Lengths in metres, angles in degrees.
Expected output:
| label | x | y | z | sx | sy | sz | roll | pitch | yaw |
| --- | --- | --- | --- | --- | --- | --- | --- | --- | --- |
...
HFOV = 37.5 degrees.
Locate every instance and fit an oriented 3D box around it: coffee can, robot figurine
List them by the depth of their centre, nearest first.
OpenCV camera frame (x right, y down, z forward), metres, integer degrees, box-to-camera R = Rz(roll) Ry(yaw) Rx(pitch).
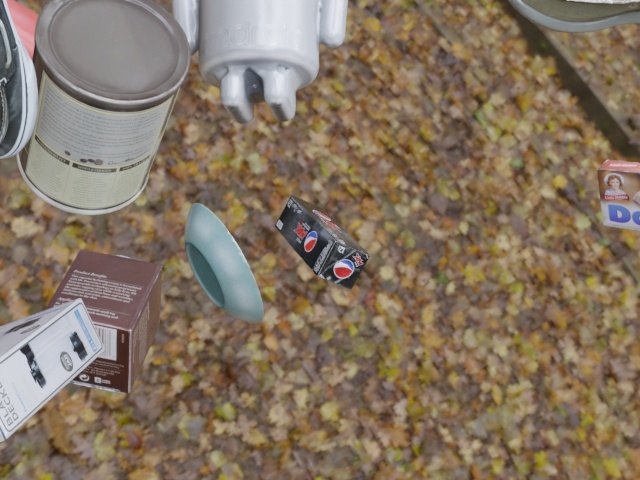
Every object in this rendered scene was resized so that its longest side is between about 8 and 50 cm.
| label | x | y | z | sx | sy | sz | roll | pitch | yaw |
| --- | --- | --- | --- | --- | --- | --- | --- | --- | --- |
| coffee can | -0.314 | -0.190 | 1.334 | 0.202 | 0.275 | 0.201 | 11 | 56 | -17 |
| robot figurine | -0.101 | -0.377 | 1.571 | 0.300 | 0.200 | 0.353 | -2 | 79 | 3 |

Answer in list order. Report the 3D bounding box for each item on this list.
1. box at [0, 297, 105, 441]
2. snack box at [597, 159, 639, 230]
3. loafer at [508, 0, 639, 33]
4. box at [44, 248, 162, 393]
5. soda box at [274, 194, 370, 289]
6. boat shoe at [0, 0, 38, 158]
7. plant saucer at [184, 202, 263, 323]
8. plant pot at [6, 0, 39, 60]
| label | x | y | z | sx | sy | sz | roll | pitch | yaw |
| --- | --- | --- | --- | --- | --- | --- | --- | --- | --- |
| box | -0.429 | 0.183 | 1.254 | 0.290 | 0.169 | 0.087 | -53 | 122 | -70 |
| snack box | 0.337 | -0.032 | 0.841 | 0.022 | 0.178 | 0.064 | -39 | 126 | -36 |
| loafer | 0.291 | -0.259 | 0.902 | 0.251 | 0.087 | 0.094 | -4 | 58 | -16 |
| box | -0.410 | 0.152 | 1.793 | 0.169 | 0.167 | 0.203 | 11 | 36 | 3 |
| soda box | 0.000 | 0.000 | 1.246 | 0.060 | 0.053 | 0.169 | 23 | 13 | -29 |
| boat shoe | -0.403 | -0.224 | 1.051 | 0.121 | 0.335 | 0.119 | 1 | 37 | 3 |
| plant saucer | -0.148 | 0.041 | 1.333 | 0.037 | 0.195 | 0.195 | -29 | 81 | -20 |
| plant pot | -0.669 | -0.374 | 1.833 | 0.243 | 0.275 | 0.275 | 39 | 36 | -49 |
